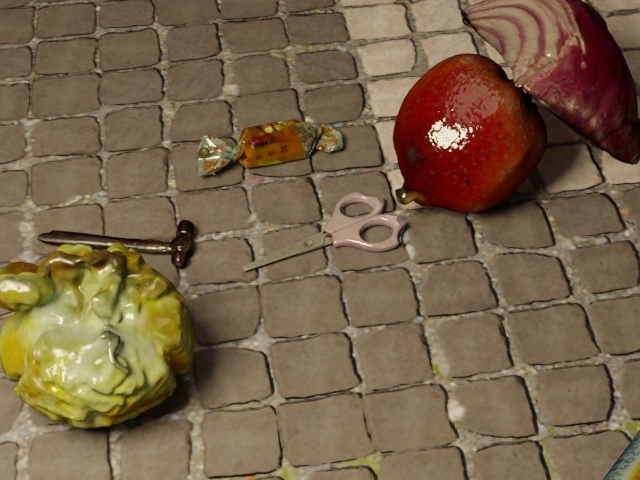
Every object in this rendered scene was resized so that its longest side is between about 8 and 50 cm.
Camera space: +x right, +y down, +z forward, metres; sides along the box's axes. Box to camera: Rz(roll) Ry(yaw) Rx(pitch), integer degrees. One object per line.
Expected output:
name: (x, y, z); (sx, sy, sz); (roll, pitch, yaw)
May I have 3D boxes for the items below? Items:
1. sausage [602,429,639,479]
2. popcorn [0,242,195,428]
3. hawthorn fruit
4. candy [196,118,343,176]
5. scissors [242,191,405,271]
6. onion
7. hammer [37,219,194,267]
sausage: (0.293, 0.246, 1.161); (0.125, 0.117, 0.317); (16, 47, 39)
popcorn: (-0.229, 0.083, 1.304); (0.198, 0.212, 0.198); (-29, 27, 17)
hawthorn fruit: (0.154, -0.110, 1.507); (0.188, 0.169, 0.169); (-37, 49, 4)
candy: (-0.062, -0.115, 1.597); (0.182, 0.046, 0.053); (-13, 47, -13)
scissors: (0.000, 0.000, 1.501); (0.189, 0.015, 0.100); (-22, 46, -16)
onion: (0.297, -0.204, 1.538); (0.247, 0.111, 0.250); (27, 21, -31)
hammer: (-0.228, 0.000, 1.509); (0.178, 0.021, 0.065); (3, 44, 10)
